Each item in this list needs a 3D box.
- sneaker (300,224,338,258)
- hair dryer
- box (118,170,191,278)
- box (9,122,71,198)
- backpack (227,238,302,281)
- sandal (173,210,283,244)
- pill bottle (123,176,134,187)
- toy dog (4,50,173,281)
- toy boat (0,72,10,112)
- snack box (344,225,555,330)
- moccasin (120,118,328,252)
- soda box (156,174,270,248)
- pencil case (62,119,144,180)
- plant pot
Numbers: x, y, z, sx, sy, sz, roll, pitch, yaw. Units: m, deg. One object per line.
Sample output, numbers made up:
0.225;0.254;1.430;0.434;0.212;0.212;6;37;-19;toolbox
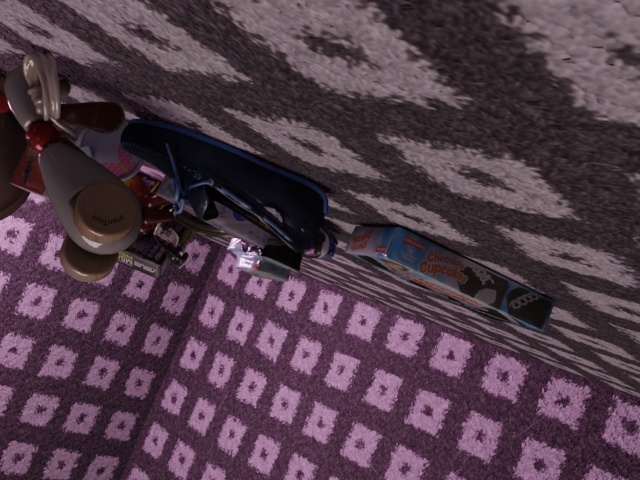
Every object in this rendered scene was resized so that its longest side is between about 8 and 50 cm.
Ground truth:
0.000;0.000;1.561;0.081;0.080;0.211;17;-175;-10;sneaker
-0.389;-0.099;1.836;0.294;0.223;0.080;35;-154;13;hair dryer
-0.449;-0.047;1.960;0.216;0.270;0.060;21;137;5;box
-0.586;-0.175;1.687;0.130;0.170;0.091;18;172;33;box
-0.155;0.029;2.049;0.188;0.144;0.166;22;180;42;backpack
-0.225;-0.051;1.896;0.303;0.086;0.120;11;-173;6;sandal
-0.467;-0.147;1.755;0.065;0.116;0.065;23;175;2;pill bottle
-0.328;-0.112;1.108;0.161;0.333;0.220;-18;-175;-36;toy dog
-0.671;-0.259;1.342;0.231;0.151;0.151;21;174;17;toy boat
0.219;0.063;1.312;0.322;0.060;0.187;25;173;-17;snack box
-0.160;-0.084;1.147;0.342;0.116;0.138;22;174;12;moccasin
-0.193;-0.073;1.502;0.098;0.091;0.286;21;174;28;soda box
-0.408;-0.164;1.380;0.124;0.113;0.273;1;-175;-29;pencil case
-0.802;-0.220;1.690;0.323;0.323;0.280;24;157;-12;plant pot
